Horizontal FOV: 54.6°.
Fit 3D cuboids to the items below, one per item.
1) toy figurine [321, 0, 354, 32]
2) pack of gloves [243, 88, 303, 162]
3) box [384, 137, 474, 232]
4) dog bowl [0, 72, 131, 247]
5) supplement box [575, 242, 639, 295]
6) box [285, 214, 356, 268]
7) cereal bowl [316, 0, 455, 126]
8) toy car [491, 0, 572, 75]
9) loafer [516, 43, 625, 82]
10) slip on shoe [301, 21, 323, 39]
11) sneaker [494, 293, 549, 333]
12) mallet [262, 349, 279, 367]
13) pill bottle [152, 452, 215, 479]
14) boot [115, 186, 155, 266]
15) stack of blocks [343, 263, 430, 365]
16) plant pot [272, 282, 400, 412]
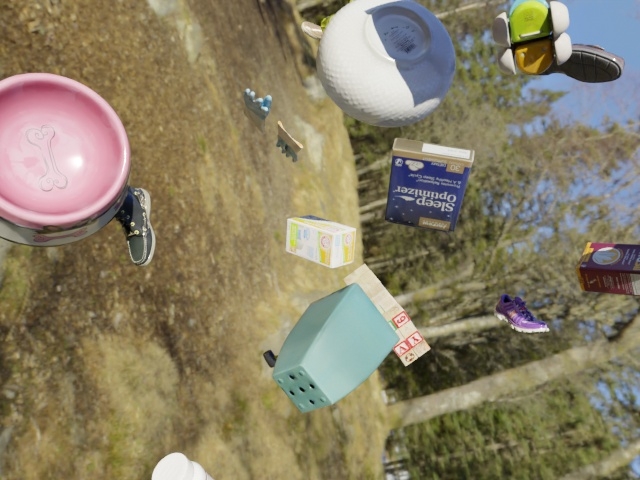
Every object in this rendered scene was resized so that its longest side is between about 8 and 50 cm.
[{"bbox_3d":[0.195,-0.518,1.549,0.363,0.191,0.217,39,-14,-2],"label":"toy figurine"},{"bbox_3d":[-0.109,-0.289,1.532,0.195,0.046,0.232,45,-7,-3],"label":"pack of gloves"},{"bbox_3d":[0.192,-0.084,1.136,0.225,0.137,0.036,89,14,-53],"label":"box"},{"bbox_3d":[-0.623,-0.194,1.410,0.150,0.408,0.407,-14,-90,59],"label":"dog bowl"},{"bbox_3d":[0.731,0.069,1.492,0.104,0.188,0.080,-50,125,-33],"label":"supplement box"},{"bbox_3d":[0.000,0.000,1.918,0.103,0.203,0.114,-14,115,-45],"label":"box"},{"bbox_3d":[0.166,-0.446,1.460,0.141,0.339,0.338,117,-37,-67],"label":"cereal bowl"},{"bbox_3d":[0.476,-0.473,1.401,0.182,0.159,0.136,58,33,-46],"label":"toy car"},{"bbox_3d":[0.715,-0.523,1.762,0.095,0.303,0.109,-51,138,-24],"label":"loafer"},{"bbox_3d":[0.013,-0.582,1.736,0.041,0.135,0.051,-46,-153,46],"label":"slip on shoe"},{"bbox_3d":[0.486,0.178,1.510,0.170,0.068,0.071,34,-62,60],"label":"sneaker"},{"bbox_3d":[-0.120,0.419,2.227,0.039,0.190,0.062,-44,117,-56],"label":"mallet"},{"bbox_3d":[-0.330,0.645,1.590,0.121,0.121,0.221,-95,161,-51],"label":"pill bottle"},{"bbox_3d":[-0.540,-0.054,1.694,0.179,0.085,0.236,33,46,-64],"label":"boot"},{"bbox_3d":[0.189,0.212,1.824,0.171,0.087,0.297,54,0,-30],"label":"stack of blocks"},{"bbox_3d":[0.018,0.238,1.312,0.165,0.165,0.234,53,43,-7],"label":"plant pot"}]
